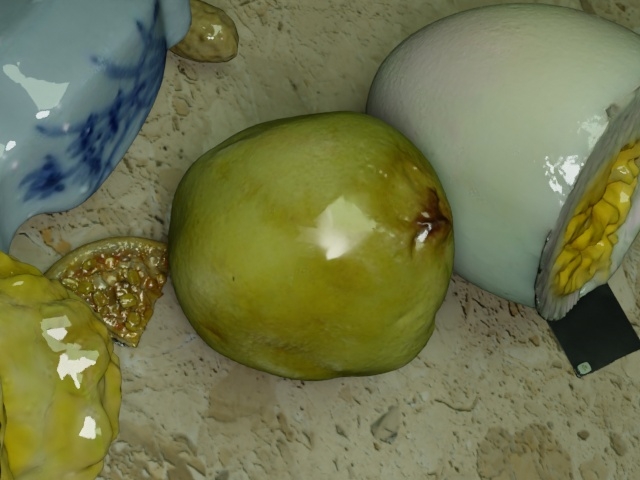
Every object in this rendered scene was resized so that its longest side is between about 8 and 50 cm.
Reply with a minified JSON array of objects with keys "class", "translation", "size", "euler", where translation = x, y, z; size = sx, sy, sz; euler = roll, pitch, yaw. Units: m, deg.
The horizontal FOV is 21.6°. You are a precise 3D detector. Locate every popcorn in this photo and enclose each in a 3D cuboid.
[{"class":"popcorn","translation":[-0.357,0.145,1.624],"size":[0.349,0.381,0.349],"euler":[3,79,-14]}]

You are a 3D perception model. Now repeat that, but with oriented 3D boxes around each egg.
[{"class":"egg","translation":[0.217,-0.127,2.007],"size":[0.340,0.354,0.354],"euler":[30,54,24]}]

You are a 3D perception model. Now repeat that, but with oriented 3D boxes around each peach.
[{"class":"peach","translation":[-0.008,0.000,1.849],"size":[0.314,0.315,0.281],"euler":[23,59,-13]}]

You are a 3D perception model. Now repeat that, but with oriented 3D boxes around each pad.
[{"class":"pad","translation":[0.324,0.072,2.138],"size":[0.116,0.004,0.193],"euler":[-21,75,-30]}]

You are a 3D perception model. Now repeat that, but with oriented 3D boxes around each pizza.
[{"class":"pizza","translation":[-0.230,0.057,1.892],"size":[0.178,0.041,0.131],"euler":[0,68,-23]}]

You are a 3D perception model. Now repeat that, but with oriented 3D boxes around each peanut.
[{"class":"peanut","translation":[-0.181,-0.281,2.045],"size":[0.193,0.089,0.089],"euler":[34,58,-4]}]

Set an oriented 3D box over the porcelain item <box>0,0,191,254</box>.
[{"class":"porcelain item","translation":[-0.302,-0.164,1.847],"size":[0.178,0.242,0.405],"euler":[26,60,19]}]
